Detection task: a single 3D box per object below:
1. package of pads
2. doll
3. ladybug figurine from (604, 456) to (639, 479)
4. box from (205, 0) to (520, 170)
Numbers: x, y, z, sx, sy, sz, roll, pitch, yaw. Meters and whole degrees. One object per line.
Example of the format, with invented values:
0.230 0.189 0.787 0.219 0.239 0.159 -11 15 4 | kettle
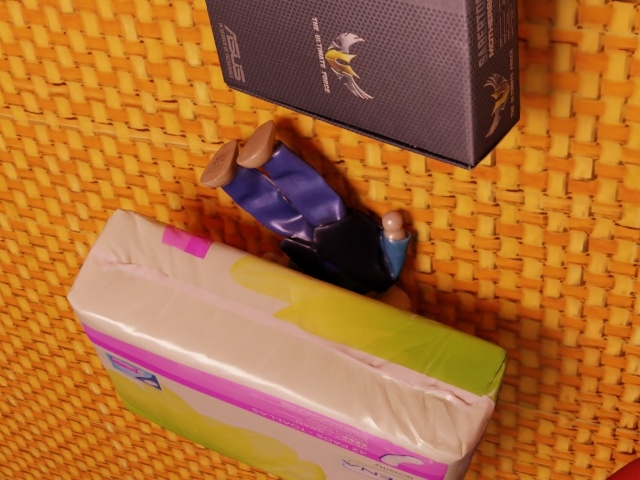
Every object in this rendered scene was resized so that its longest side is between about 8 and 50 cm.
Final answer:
-0.024 0.108 0.812 0.296 0.101 0.229 21 155 10 | package of pads
0.000 0.000 0.770 0.129 0.046 0.189 -24 123 39 | doll
0.349 0.255 0.710 0.449 0.162 0.305 25 149 -9 | ladybug figurine
0.011 -0.164 0.559 0.183 0.059 0.233 22 142 31 | box
